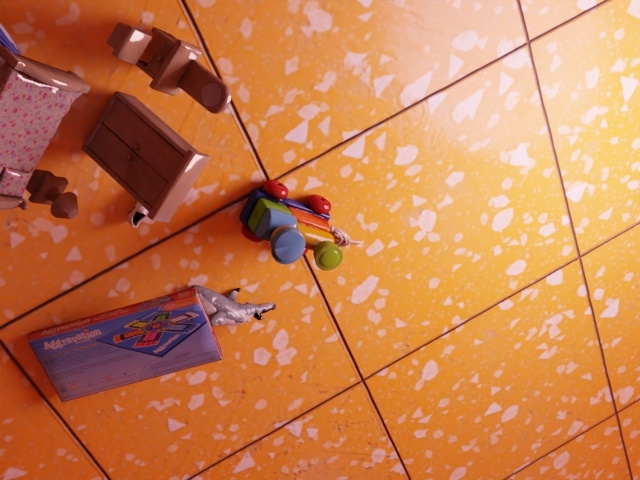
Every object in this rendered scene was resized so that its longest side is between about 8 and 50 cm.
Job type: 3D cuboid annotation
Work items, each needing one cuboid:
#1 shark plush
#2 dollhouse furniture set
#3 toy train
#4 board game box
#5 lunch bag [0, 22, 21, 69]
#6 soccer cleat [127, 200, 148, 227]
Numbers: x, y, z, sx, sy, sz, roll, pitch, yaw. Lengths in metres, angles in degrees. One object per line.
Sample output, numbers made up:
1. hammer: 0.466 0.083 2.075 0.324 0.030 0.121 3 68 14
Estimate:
1. shark plush: -0.147 0.111 1.637 0.161 0.073 0.067 3 87 -19
2. dollhouse furniture set: -0.312 -0.146 1.231 0.303 0.174 0.355 -55 156 13
3. toy train: 0.000 0.000 1.576 0.248 0.143 0.105 18 111 -31
4. board game box: -0.316 0.173 1.571 0.281 0.027 0.145 -15 126 2
5. lunch bag: -0.552 -0.215 1.219 0.303 0.115 0.243 -38 125 -1
6. soccer cleat: -0.272 -0.057 1.486 0.029 0.035 0.083 27 106 -34
